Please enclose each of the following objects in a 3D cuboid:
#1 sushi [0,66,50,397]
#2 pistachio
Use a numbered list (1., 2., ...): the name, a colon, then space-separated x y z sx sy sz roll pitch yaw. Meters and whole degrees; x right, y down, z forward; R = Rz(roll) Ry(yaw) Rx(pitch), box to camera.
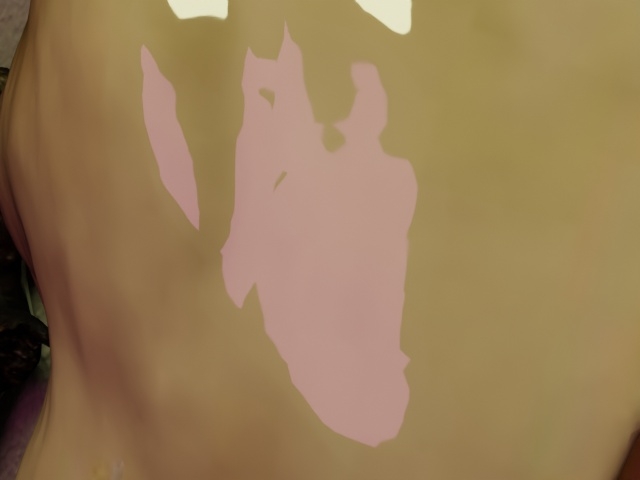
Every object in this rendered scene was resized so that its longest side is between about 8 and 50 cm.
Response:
1. sushi: -0.298 0.034 0.777 0.234 0.208 0.348 22 95 44
2. pistachio: 0.000 0.000 0.504 0.365 0.281 0.445 10 86 49
